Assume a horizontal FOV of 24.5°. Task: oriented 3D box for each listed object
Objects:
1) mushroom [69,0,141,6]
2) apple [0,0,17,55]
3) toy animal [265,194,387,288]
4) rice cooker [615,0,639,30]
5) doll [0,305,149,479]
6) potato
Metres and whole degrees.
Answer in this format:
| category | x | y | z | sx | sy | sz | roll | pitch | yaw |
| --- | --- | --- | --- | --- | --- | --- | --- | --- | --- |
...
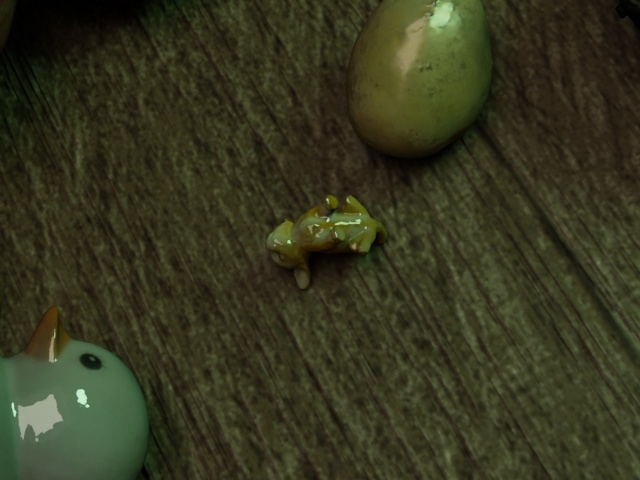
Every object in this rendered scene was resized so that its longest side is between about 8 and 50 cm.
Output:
| category | x | y | z | sx | sy | sz | roll | pitch | yaw |
| --- | --- | --- | --- | --- | --- | --- | --- | --- | --- |
| mushroom | -0.163 | -0.320 | 1.271 | 0.253 | 0.153 | 0.253 | -12 | 57 | 20 |
| apple | -0.405 | -0.243 | 1.222 | 0.345 | 0.344 | 0.269 | 2 | 56 | 18 |
| toy animal | 0.000 | 0.000 | 1.142 | 0.083 | 0.081 | 0.060 | -34 | 64 | 43 |
| rice cooker | 0.324 | -0.228 | 1.039 | 0.244 | 0.226 | 0.226 | -39 | 62 | -5 |
| doll | -0.234 | 0.167 | 1.082 | 0.221 | 0.221 | 0.251 | 12 | 95 | 22 |
| potato | 0.074 | -0.135 | 1.142 | 0.112 | 0.112 | 0.147 | 19 | 82 | 24 |
